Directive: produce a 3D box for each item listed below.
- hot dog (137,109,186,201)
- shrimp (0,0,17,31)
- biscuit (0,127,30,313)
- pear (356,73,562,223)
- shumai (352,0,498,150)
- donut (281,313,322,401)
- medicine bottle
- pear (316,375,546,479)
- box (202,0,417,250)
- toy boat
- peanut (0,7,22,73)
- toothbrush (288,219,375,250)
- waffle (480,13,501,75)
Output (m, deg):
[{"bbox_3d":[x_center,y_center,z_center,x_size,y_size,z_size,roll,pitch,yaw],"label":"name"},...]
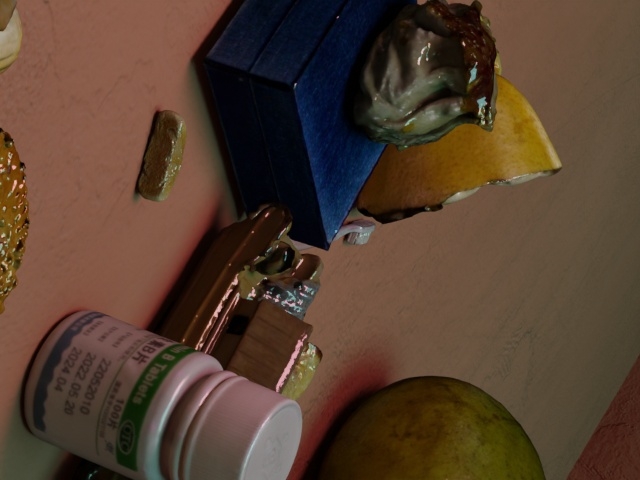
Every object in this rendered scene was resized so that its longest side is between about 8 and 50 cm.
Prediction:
[{"bbox_3d":[-0.149,-0.082,1.646,0.034,0.030,0.090,-6,114,-67],"label":"hot dog"},{"bbox_3d":[-0.293,-0.183,1.148,0.236,0.053,0.133,-15,90,-55],"label":"shrimp"},{"bbox_3d":[-0.309,0.018,1.351,0.254,0.035,0.254,-50,151,-41],"label":"biscuit"},{"bbox_3d":[0.156,-0.133,2.121,0.267,0.267,0.178,-16,92,-63],"label":"pear"},{"bbox_3d":[0.132,-0.165,1.792,0.184,0.142,0.184,-47,147,-44],"label":"shumai"},{"bbox_3d":[-0.064,0.133,1.950,0.141,0.085,0.217,-63,159,-18],"label":"donut"},{"bbox_3d":[-0.146,0.162,1.584,0.139,0.237,0.139,-46,146,-44],"label":"medicine bottle"},{"bbox_3d":[0.152,0.368,2.349,0.413,0.352,0.352,-56,155,-54],"label":"pear"},{"bbox_3d":[0.003,-0.178,1.806,0.261,0.116,0.279,-61,156,-28],"label":"box"},{"bbox_3d":[-0.116,0.172,1.740,0.445,0.162,0.136,-60,143,-23],"label":"toy boat"},{"bbox_3d":[-0.289,-0.133,1.206,0.206,0.087,0.087,-40,143,-52],"label":"peanut"},{"bbox_3d":[0.000,0.000,2.070,0.307,0.025,0.029,-11,126,-65],"label":"toothbrush"},{"bbox_3d":[0.186,-0.184,2.315,0.250,0.056,0.261,-66,156,-12],"label":"waffle"}]
